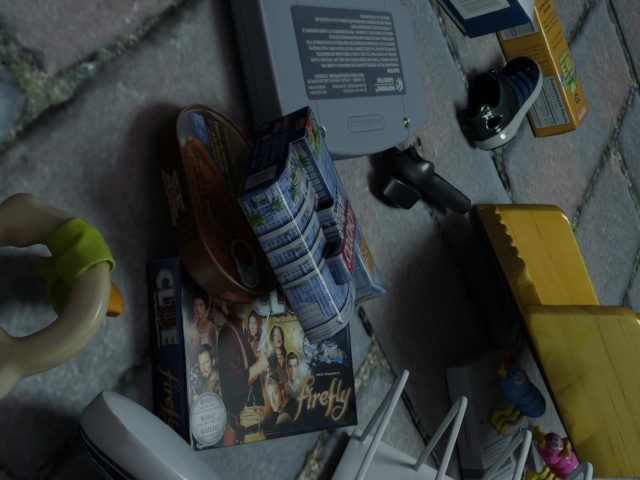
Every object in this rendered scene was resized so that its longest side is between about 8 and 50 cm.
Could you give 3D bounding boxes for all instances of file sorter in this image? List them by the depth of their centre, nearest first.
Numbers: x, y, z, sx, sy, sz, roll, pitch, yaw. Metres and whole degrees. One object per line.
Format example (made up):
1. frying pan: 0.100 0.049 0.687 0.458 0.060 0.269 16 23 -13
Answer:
1. file sorter: 0.142 0.275 0.929 0.278 0.173 0.193 27 44 4

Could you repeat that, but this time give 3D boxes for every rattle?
1. rattle: -0.233 0.075 0.708 0.130 0.143 0.199 33 68 -8

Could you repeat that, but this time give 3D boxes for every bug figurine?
1. bug figurine: 0.258 0.298 1.227 0.216 0.072 0.279 44 49 -39

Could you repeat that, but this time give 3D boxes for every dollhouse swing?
1. dollhouse swing: 0.402 0.080 1.229 0.347 0.305 0.315 -89 156 -68

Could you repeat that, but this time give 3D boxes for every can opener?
1. can opener: 0.129 -0.071 1.224 0.186 0.073 0.059 16 31 -55

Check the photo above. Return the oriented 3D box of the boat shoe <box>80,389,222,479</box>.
1. boat shoe: -0.108 0.235 0.782 0.102 0.108 0.301 -40 130 -7

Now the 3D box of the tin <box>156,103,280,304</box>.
1. tin: -0.088 -0.032 0.879 0.106 0.040 0.189 12 54 -46

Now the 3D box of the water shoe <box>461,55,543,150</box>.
1. water shoe: 0.259 -0.215 1.406 0.080 0.073 0.203 54 43 -29

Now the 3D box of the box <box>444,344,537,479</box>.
1. box: 0.223 0.240 1.286 0.145 0.038 0.186 -11 92 -54

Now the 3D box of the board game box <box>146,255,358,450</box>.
1. board game box: -0.056 0.102 0.930 0.243 0.042 0.165 4 78 -53

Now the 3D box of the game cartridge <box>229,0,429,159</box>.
1. game cartridge: 0.018 -0.188 1.089 0.297 0.062 0.198 -14 98 -54

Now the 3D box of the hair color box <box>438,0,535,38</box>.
1. hair color box: 0.233 -0.479 1.402 0.174 0.105 0.347 40 53 -42

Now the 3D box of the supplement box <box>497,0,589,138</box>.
1. supplement box: 0.335 -0.278 1.521 0.078 0.080 0.233 -50 124 -44

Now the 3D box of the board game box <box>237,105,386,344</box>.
1. board game box: 0.000 0.000 0.903 0.194 0.060 0.194 -86 152 -66
